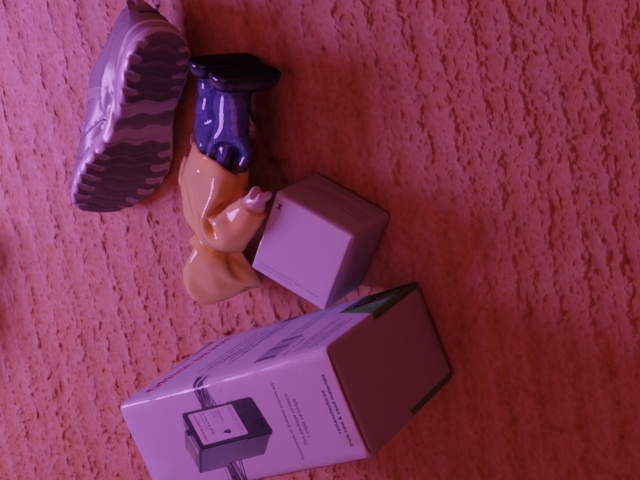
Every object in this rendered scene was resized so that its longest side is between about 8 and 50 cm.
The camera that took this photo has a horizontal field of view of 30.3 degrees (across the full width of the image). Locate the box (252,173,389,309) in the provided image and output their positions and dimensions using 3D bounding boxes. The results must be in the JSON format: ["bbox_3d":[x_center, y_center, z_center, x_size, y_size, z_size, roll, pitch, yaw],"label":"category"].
[{"bbox_3d":[0.000,0.000,1.278,0.101,0.087,0.102,30,118,18],"label":"box"}]

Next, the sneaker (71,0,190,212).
[{"bbox_3d":[-0.223,-0.152,1.375,0.281,0.105,0.115,-61,39,34],"label":"sneaker"}]

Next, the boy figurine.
[{"bbox_3d":[-0.101,-0.056,1.306,0.177,0.092,0.285,34,127,53],"label":"boy figurine"}]

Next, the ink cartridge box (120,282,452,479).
[{"bbox_3d":[-0.037,0.162,1.280,0.289,0.211,0.121,-18,97,34],"label":"ink cartridge box"}]
